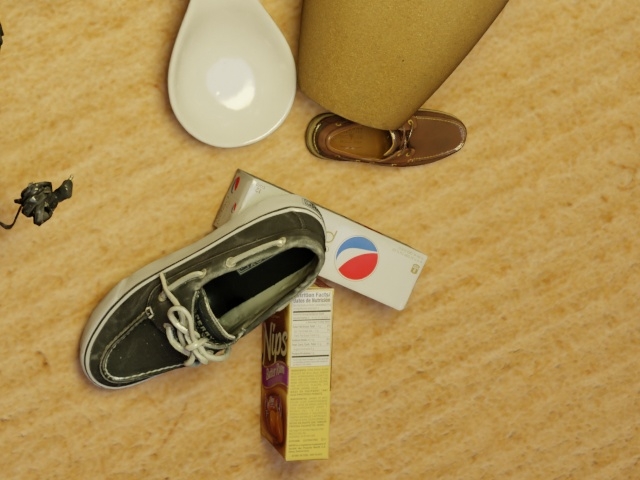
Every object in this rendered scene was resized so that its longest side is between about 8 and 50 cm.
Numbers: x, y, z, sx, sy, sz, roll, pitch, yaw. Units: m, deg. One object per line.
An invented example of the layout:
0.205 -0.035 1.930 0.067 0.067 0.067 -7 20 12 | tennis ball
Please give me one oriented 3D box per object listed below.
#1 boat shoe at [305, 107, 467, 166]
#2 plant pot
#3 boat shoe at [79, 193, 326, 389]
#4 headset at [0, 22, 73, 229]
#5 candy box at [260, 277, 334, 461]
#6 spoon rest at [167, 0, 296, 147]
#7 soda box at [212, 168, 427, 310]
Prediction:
0.076 -0.107 2.005 0.178 0.060 0.064 -2 101 -16 | boat shoe
0.080 -0.249 1.910 0.237 0.237 0.254 16 109 -19 | plant pot
-0.120 0.074 1.914 0.306 0.105 0.113 -29 121 13 | boat shoe
-0.397 -0.163 1.789 0.243 0.185 0.394 -44 98 -4 | headset
-0.027 0.130 1.996 0.053 0.109 0.186 0 100 -17 | candy box
-0.106 -0.228 1.917 0.137 0.084 0.276 -17 104 -13 | spoon rest
0.000 0.000 1.996 0.216 0.074 0.069 23 93 -19 | soda box
